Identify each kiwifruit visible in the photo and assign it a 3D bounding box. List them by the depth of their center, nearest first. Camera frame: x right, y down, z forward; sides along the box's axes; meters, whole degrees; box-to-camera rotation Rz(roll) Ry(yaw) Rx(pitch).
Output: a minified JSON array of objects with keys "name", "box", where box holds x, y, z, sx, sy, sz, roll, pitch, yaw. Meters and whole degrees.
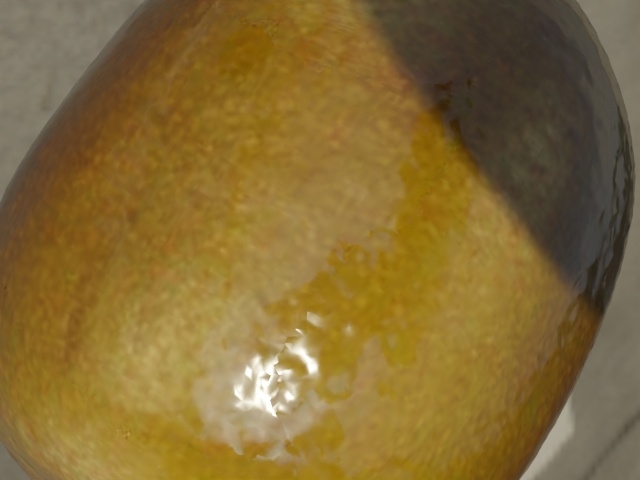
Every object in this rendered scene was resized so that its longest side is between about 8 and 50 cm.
[{"name":"kiwifruit","box":[0.000,0.000,0.567,0.234,0.196,0.196,-63,142,-17]}]
